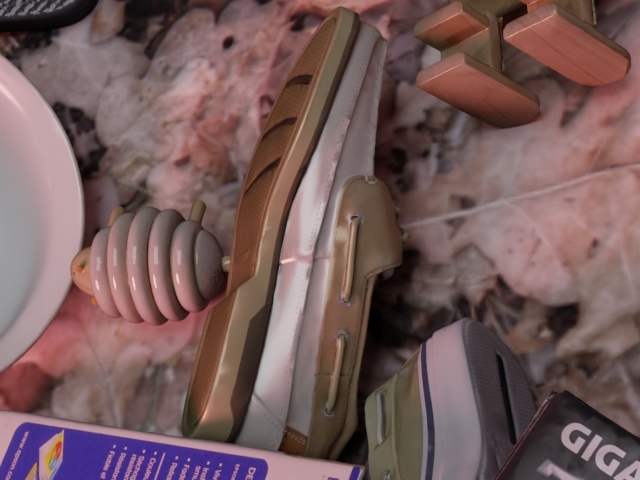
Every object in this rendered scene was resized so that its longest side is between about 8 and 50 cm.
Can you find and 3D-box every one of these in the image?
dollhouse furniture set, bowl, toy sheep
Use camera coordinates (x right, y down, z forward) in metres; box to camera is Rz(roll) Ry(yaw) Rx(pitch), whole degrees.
[{"bbox_3d":[0.194,-0.206,1.127,0.242,0.161,0.212,-24,56,39],"label":"dollhouse furniture set"},{"bbox_3d":[-0.328,-0.008,1.214,0.297,0.134,0.298,8,69,-20],"label":"bowl"},{"bbox_3d":[-0.111,0.016,1.170,0.132,0.091,0.091,-7,64,16],"label":"toy sheep"}]

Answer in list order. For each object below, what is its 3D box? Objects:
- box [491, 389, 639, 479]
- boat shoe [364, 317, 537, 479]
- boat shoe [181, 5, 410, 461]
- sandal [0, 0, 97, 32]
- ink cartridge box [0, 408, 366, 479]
[{"bbox_3d":[0.244,0.208,0.790,0.295,0.293,0.073,31,84,33],"label":"box"},{"bbox_3d":[0.081,0.168,0.967,0.094,0.109,0.302,-39,24,24],"label":"boat shoe"},{"bbox_3d":[0.000,0.000,1.113,0.103,0.113,0.302,19,80,-14],"label":"boat shoe"},{"bbox_3d":[-0.297,-0.197,1.380,0.254,0.054,0.097,3,75,16],"label":"sandal"},{"bbox_3d":[-0.124,0.206,1.041,0.371,0.069,0.176,1,64,44],"label":"ink cartridge box"}]
